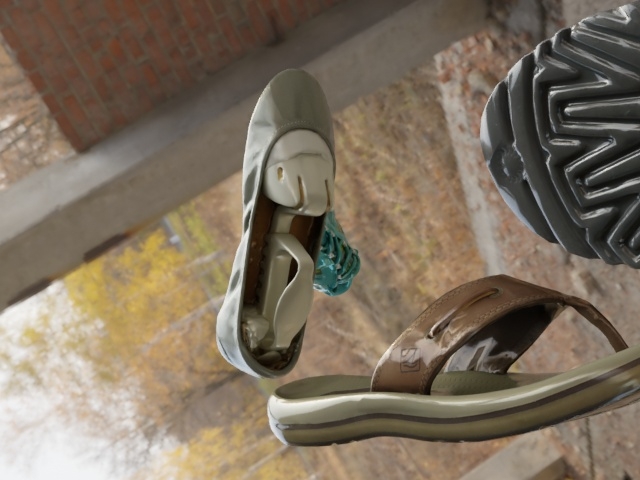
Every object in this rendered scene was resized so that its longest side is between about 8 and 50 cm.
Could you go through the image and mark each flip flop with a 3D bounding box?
[{"bbox_3d":[0.079,0.062,0.488,0.277,0.112,0.080,-14,80,42],"label":"flip flop"}]

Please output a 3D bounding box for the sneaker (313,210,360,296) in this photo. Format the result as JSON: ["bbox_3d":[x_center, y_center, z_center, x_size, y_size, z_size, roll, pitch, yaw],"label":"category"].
[{"bbox_3d":[0.000,0.000,1.004,0.110,0.107,0.275,39,173,10],"label":"sneaker"}]

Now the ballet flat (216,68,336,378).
[{"bbox_3d":[-0.019,-0.009,0.617,0.068,0.072,0.213,21,101,58],"label":"ballet flat"}]

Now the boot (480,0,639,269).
[{"bbox_3d":[0.368,-0.132,0.563,0.367,0.445,0.146,-12,100,50],"label":"boot"}]
